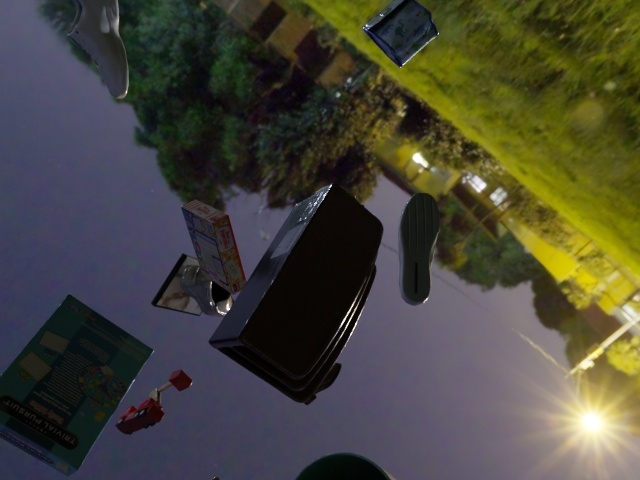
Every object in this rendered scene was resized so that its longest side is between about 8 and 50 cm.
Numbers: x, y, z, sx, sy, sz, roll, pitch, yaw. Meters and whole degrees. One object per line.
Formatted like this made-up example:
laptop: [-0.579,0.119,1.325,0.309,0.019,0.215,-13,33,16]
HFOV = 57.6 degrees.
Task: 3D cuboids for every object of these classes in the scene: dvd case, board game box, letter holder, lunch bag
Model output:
dvd case: [-0.408,0.146,1.840,0.022,0.180,0.253,31,179,25]
board game box: [-0.590,0.329,1.363,0.254,0.079,0.336,38,-137,-13]
letter holder: [0.000,0.098,0.968,0.214,0.301,0.152,38,154,-15]
lunch bag: [0.189,-0.521,1.416,0.151,0.129,0.096,56,-172,36]
board game box: [-0.247,0.015,1.351,0.147,0.045,0.193,25,135,44]

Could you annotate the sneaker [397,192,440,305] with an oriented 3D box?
sneaker: [0.212,0.021,1.322,0.094,0.258,0.091,10,168,0]

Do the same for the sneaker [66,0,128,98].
sneaker: [-0.421,-0.369,1.089,0.094,0.212,0.080,-19,-148,-29]

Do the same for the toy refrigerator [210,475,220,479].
toy refrigerator: [-0.194,0.425,0.824,0.094,0.269,0.102,-19,-111,-38]

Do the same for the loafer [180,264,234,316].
loafer: [-0.326,0.169,1.811,0.112,0.112,0.319,7,159,16]

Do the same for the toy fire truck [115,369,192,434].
toy fire truck: [-0.434,0.420,1.512,0.047,0.192,0.135,52,-151,-20]

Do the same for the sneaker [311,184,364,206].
sneaker: [0.032,-0.052,1.236,0.130,0.322,0.236,12,-132,6]

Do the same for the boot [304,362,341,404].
boot: [-0.031,0.237,1.088,0.114,0.106,0.037,46,172,-14]

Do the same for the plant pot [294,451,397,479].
plant pot: [0.091,0.658,1.343,0.293,0.293,0.235,57,-173,37]
